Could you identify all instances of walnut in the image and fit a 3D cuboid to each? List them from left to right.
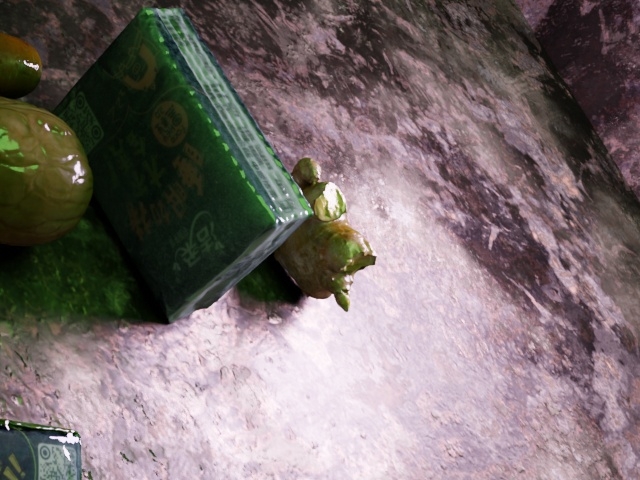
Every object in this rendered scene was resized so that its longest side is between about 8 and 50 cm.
[{"bbox_3d":[-0.342,-0.075,1.334,0.207,0.167,0.167,12,48,-49],"label":"walnut"}]

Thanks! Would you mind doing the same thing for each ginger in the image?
[{"bbox_3d":[0.000,0.000,1.723,0.102,0.157,0.216,-12,73,-40],"label":"ginger"}]

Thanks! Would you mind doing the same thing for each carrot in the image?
[{"bbox_3d":[-0.416,-0.210,1.458,0.193,0.087,0.087,-1,58,-54],"label":"carrot"}]

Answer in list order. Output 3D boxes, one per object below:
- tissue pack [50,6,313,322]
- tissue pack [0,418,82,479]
[{"bbox_3d":[-0.179,-0.092,1.501,0.103,0.228,0.316,-17,72,-53],"label":"tissue pack"},{"bbox_3d":[-0.306,0.237,1.068,0.235,0.073,0.173,20,62,-53],"label":"tissue pack"}]
